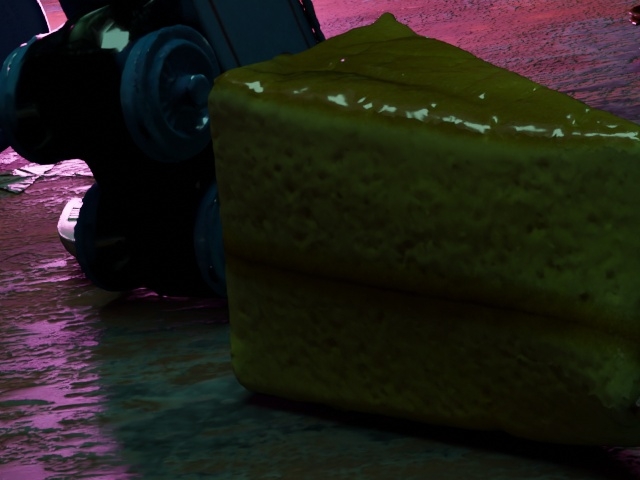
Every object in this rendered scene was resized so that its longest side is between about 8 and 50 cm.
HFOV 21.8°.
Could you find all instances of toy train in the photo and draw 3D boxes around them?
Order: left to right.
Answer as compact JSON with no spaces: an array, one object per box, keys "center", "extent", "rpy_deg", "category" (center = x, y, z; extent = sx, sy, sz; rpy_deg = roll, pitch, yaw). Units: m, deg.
[{"center":[-0.110,-0.111,1.390],"extent":[0.188,0.300,0.265],"rpy_deg":[0,38,36],"category":"toy train"}]

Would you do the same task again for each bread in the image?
[{"center":[0.123,-0.005,1.112],"extent":[0.362,0.233,0.245],"rpy_deg":[11,24,37],"category":"bread"}]

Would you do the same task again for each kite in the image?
[{"center":[-0.313,-0.075,1.863],"extent":[0.153,0.005,0.137],"rpy_deg":[-3,19,12],"category":"kite"}]

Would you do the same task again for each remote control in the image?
[{"center":[-0.205,-0.010,1.562],"extent":[0.073,0.044,0.229],"rpy_deg":[2,9,-5],"category":"remote control"}]

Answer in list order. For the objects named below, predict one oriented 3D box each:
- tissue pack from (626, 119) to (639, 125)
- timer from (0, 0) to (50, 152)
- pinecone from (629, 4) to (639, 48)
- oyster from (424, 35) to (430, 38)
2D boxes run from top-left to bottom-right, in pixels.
[{"center":[0.278,-0.100,1.638],"extent":[0.063,0.035,0.083],"rpy_deg":[-23,22,-38],"category":"tissue pack"},{"center":[-0.492,-0.214,2.047],"extent":[0.270,0.270,0.383],"rpy_deg":[-14,5,-18],"category":"timer"},{"center":[0.452,-0.302,1.940],"extent":[0.208,0.207,0.208],"rpy_deg":[-7,18,2],"category":"pinecone"},{"center":[0.007,-0.114,1.699],"extent":[0.271,0.100,0.275],"rpy_deg":[1,32,32],"category":"oyster"}]
